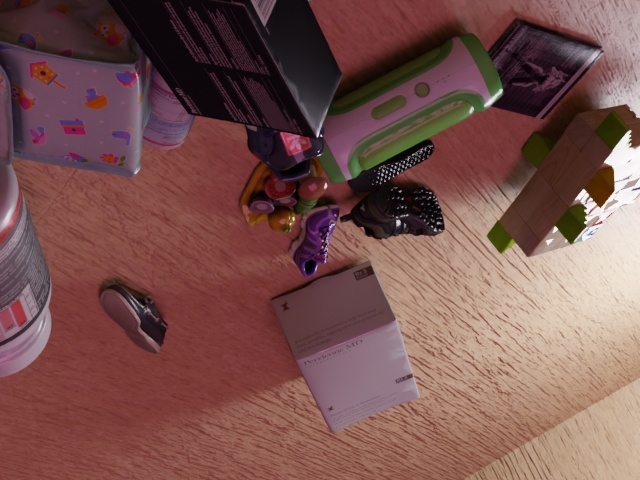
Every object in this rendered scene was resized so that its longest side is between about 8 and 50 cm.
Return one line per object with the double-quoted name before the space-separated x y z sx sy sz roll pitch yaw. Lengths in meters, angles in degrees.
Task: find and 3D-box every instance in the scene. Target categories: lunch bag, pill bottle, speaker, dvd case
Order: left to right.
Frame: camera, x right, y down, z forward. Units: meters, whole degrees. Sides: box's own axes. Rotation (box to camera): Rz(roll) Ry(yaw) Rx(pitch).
"pill bottle" -0.494 0.036 1.565 0.210 0.210 0.363 -17 147 -12
"lunch bag" -0.342 -0.204 1.367 0.262 0.160 0.223 8 145 -5
"pill bottle" -0.202 -0.207 1.525 0.087 0.087 0.160 -3 141 -31
"speaker" 0.124 -0.202 1.719 0.296 0.131 0.131 -27 148 3
"dvd case" 0.349 -0.280 1.858 0.221 0.018 0.164 7 135 -39

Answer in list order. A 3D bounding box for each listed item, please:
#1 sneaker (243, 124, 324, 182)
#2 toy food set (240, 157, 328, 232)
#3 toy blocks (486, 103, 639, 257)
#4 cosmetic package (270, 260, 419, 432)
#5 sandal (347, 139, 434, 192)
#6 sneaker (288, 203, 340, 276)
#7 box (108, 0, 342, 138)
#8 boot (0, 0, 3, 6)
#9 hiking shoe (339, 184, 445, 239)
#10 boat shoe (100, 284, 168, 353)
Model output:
"sneaker" -0.051 -0.188 1.533 0.131 0.148 0.350 -20 161 -2
"toy food set" -0.047 -0.081 1.828 0.128 0.071 0.218 -3 142 -31
"toy blocks" 0.515 -0.117 2.090 0.261 0.190 0.381 -13 147 -38
"cosmetic package" 0.059 0.222 2.263 0.217 0.156 0.385 -23 149 1
"sandal" 0.114 -0.133 1.903 0.179 0.040 0.067 -26 157 -26
"sneaker" 0.000 0.000 1.979 0.068 0.071 0.170 -8 143 -26
"box" -0.105 -0.235 1.262 0.184 0.103 0.261 11 158 22
"boot" -0.457 -0.314 1.136 0.207 0.090 0.248 5 150 9
"hiking shoe" 0.133 -0.046 2.012 0.114 0.086 0.227 -20 158 35
"boat shoe" -0.324 0.125 1.973 0.065 0.075 0.206 -61 152 -25
